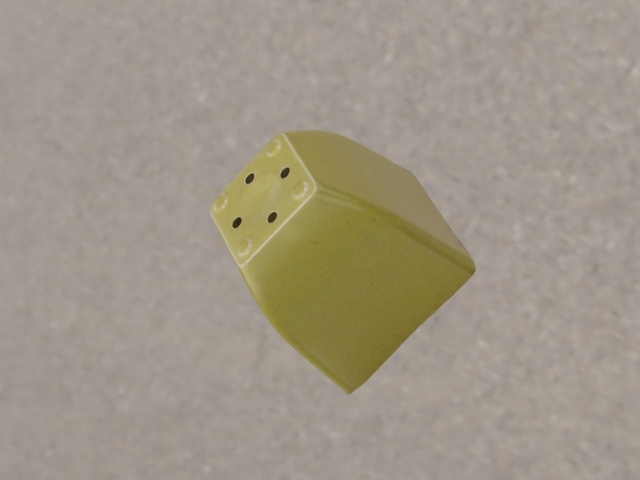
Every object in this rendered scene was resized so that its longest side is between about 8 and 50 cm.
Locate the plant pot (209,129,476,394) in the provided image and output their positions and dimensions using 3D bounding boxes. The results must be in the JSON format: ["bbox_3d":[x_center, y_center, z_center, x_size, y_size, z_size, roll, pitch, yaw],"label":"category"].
[{"bbox_3d":[0.000,0.000,0.773,0.081,0.083,0.081,-46,39,13],"label":"plant pot"}]
